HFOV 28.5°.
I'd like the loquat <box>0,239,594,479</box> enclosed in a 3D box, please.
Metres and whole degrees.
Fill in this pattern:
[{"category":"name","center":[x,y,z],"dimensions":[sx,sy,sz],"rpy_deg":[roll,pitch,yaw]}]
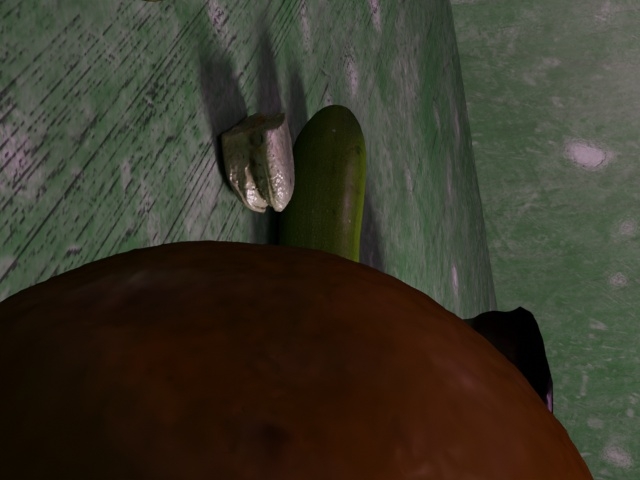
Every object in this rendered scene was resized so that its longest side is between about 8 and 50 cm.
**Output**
[{"category":"loquat","center":[-0.038,0.161,0.487],"dimensions":[0.328,0.328,0.328],"rpy_deg":[-6,90,-77]}]

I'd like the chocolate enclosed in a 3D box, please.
[{"category":"chocolate","center":[0.170,0.222,1.569],"dimensions":[0.283,0.186,0.284],"rpy_deg":[177,-90,-85]}]

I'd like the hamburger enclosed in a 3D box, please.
[{"category":"hamburger","center":[-0.048,-0.065,1.108],"dimensions":[0.121,0.054,0.084],"rpy_deg":[-76,156,-73]}]

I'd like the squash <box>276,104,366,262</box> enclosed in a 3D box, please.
[{"category":"squash","center":[-0.001,0.000,1.209],"dimensions":[0.082,0.082,0.292],"rpy_deg":[62,29,-59]}]
